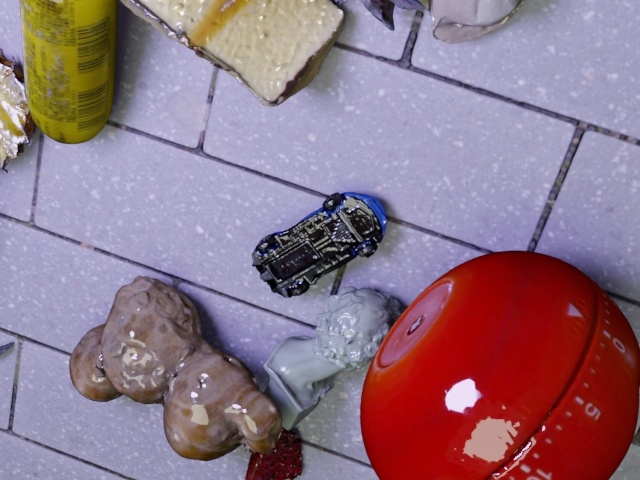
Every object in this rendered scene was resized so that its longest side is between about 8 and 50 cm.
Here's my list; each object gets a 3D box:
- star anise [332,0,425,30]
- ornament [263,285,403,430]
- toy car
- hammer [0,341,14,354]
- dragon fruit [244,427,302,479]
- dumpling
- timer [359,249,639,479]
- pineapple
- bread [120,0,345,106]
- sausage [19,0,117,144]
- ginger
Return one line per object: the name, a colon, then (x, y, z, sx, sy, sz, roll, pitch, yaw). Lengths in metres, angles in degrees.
star anise: (0.059, -0.339, 1.196, 0.204, 0.061, 0.181, 37, 145, 22)
ornament: (0.001, 0.175, 1.461, 0.120, 0.130, 0.285, 49, 119, 4)
toy car: (0.000, 0.000, 1.411, 0.216, 0.063, 0.103, -31, 105, 20)
hammer: (-0.560, 0.095, 1.637, 0.103, 0.029, 0.246, 18, 118, 7)
dragon fruit: (-0.087, 0.344, 1.622, 0.097, 0.063, 0.131, -12, 121, -17)
dumpling: (0.201, -0.321, 1.172, 0.136, 0.118, 0.199, 5, 138, -7)
timer: (0.222, 0.190, 1.261, 0.279, 0.378, 0.378, 38, 119, -10)
pineapple: (-0.517, -0.188, 1.446, 0.221, 0.047, 0.221, 0, 101, 2)
bread: (-0.118, -0.294, 1.275, 0.266, 0.178, 0.142, 38, 157, 0)
sausage: (-0.334, -0.255, 1.301, 0.123, 0.123, 0.347, 24, 142, 3)
ginger: (-0.217, 0.213, 1.496, 0.375, 0.176, 0.256, 31, 122, 18)
